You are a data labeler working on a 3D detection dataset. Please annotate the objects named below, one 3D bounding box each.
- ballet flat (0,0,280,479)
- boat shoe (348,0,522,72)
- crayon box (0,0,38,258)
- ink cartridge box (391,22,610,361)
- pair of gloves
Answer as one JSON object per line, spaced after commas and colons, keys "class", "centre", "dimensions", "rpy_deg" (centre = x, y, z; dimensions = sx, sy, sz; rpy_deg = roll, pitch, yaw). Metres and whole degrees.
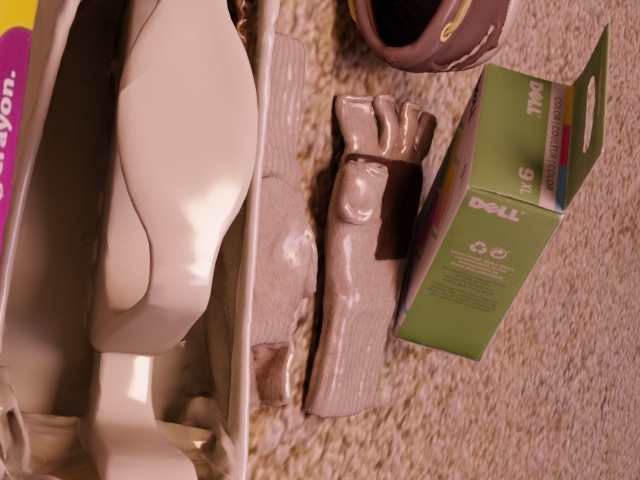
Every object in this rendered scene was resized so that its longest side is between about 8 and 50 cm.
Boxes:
{"class": "ballet flat", "centre": [-0.078, 0.047, 0.533], "dimensions": [0.139, 0.139, 0.400], "rpy_deg": [6, 89, -63]}
{"class": "boat shoe", "centre": [0.077, -0.257, 0.806], "dimensions": [0.097, 0.117, 0.324], "rpy_deg": [-20, 120, -64]}
{"class": "crayon box", "centre": [-0.216, 0.041, 0.305], "dimensions": [0.313, 0.106, 0.362], "rpy_deg": [11, 87, -62]}
{"class": "ink cartridge box", "centre": [0.107, -0.031, 0.858], "dimensions": [0.209, 0.062, 0.109], "rpy_deg": [111, -5, -50]}
{"class": "pair of gloves", "centre": [0.000, 0.000, 0.795], "dimensions": [0.240, 0.042, 0.204], "rpy_deg": [18, 80, -62]}
